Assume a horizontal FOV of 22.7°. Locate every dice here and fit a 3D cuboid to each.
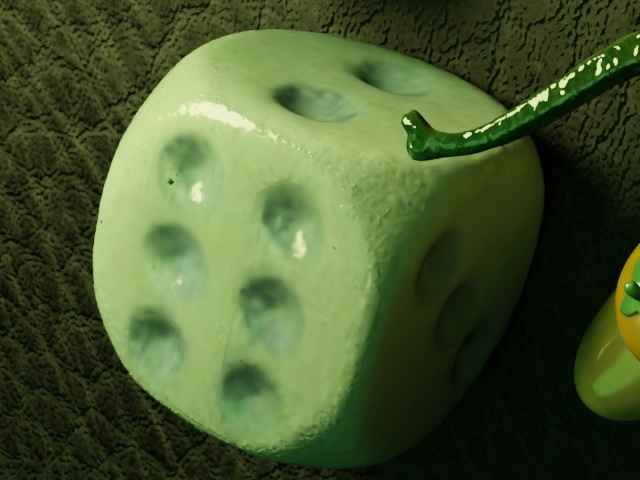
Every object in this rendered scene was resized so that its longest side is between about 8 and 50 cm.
[{"bbox_3d":[0.000,0.000,1.256,0.264,0.262,0.268,28,117,25],"label":"dice"}]

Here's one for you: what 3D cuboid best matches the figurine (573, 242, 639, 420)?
[{"bbox_3d":[0.285,0.023,1.090,0.124,0.222,0.324,49,124,10],"label":"figurine"}]

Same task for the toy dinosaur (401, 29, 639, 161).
[{"bbox_3d":[0.283,-0.099,0.973,0.447,0.087,0.301,30,94,28],"label":"toy dinosaur"}]
